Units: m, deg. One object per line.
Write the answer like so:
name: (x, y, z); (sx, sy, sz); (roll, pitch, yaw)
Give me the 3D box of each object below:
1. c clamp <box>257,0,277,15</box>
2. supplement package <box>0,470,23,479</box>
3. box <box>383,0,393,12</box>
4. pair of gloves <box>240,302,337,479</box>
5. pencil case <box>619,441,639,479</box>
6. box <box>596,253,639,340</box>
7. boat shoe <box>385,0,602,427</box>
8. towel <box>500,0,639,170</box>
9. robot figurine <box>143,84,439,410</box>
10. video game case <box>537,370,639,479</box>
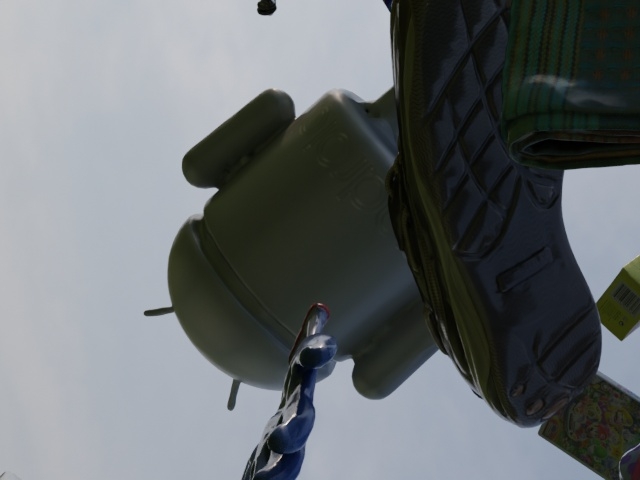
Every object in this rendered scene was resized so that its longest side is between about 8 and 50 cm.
c clamp: (-0.069, -0.303, 1.431); (0.137, 0.022, 0.160); (-93, 171, -48)
supplement package: (-0.235, 0.319, 1.095); (0.149, 0.194, 0.203); (-51, -172, -3)
box: (0.165, -0.272, 1.395); (0.279, 0.177, 0.290); (56, 14, -26)
pair of gloves: (-0.028, 0.122, 0.687); (0.159, 0.023, 0.198); (-72, -176, -65)
pencil case: (0.319, 0.123, 0.812); (0.273, 0.124, 0.113); (-32, -151, 25)
box: (0.427, 0.038, 1.673); (0.058, 0.232, 0.087); (45, -49, 18)
boat shoe: (0.099, -0.031, 0.975); (0.130, 0.132, 0.355); (20, -52, 54)
towel: (0.249, -0.207, 0.786); (0.040, 0.271, 0.370); (58, 36, -53)
robot figurine: (0.000, 0.000, 1.255); (0.353, 0.200, 0.300); (-42, -104, 11)
video game case: (0.253, 0.167, 1.164); (0.122, 0.011, 0.087); (33, -57, 24)
